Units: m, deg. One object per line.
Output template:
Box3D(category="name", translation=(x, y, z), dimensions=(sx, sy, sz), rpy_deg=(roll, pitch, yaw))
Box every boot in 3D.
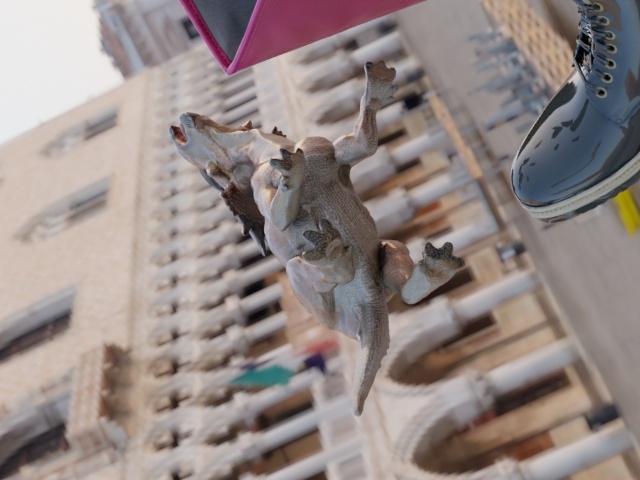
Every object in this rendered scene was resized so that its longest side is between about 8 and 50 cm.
Box3D(category="boot", translation=(0.136, -0.102, 0.656), dimensions=(0.137, 0.198, 0.077), rpy_deg=(16, -148, -42))

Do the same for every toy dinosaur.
Box3D(category="toy dinosaur", translation=(0.000, 0.000, 1.003), dimensions=(0.295, 0.127, 0.200), rpy_deg=(68, 155, 17))

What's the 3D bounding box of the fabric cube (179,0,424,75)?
Box3D(category="fabric cube", translation=(0.008, -0.319, 0.935), dimensions=(0.254, 0.258, 0.259), rpy_deg=(59, 152, 15))
